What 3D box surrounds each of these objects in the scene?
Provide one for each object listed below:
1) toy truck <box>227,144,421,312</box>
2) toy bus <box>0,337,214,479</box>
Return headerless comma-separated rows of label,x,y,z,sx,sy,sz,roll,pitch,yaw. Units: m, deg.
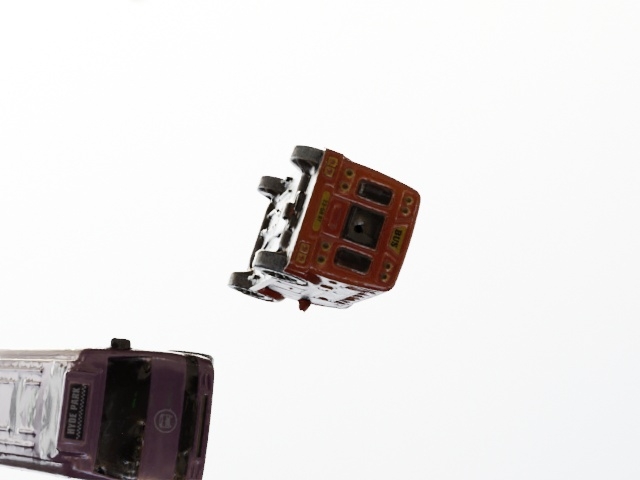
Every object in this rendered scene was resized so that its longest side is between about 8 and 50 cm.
toy truck,0.000,0.000,1.378,0.114,0.107,0.253,19,171,-8
toy bus,-0.134,0.101,0.953,0.098,0.086,0.178,12,170,-31
